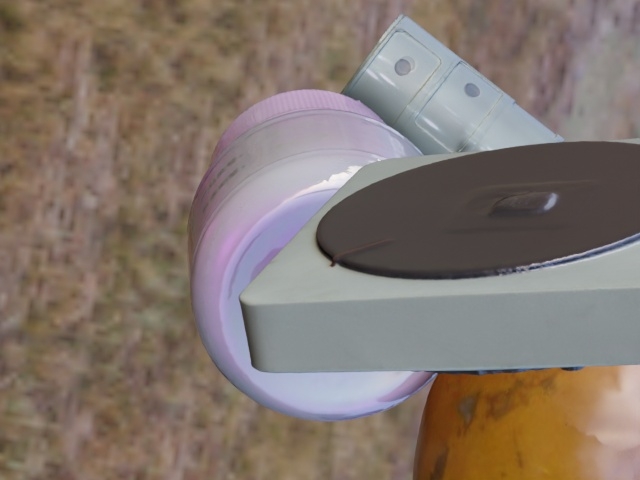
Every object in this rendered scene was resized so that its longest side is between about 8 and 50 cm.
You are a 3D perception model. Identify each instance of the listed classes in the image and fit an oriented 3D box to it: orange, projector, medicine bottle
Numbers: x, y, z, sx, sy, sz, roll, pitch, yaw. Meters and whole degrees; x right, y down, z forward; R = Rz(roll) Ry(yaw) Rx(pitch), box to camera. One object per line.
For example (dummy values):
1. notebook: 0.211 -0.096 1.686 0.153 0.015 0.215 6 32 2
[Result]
1. orange: 0.232 0.194 1.594 0.312 0.312 0.312 8 90 -80
2. projector: 0.114 0.011 1.079 0.257 0.259 0.079 -47 130 -62
3. medicine bottle: 0.000 0.000 1.750 0.325 0.256 0.256 -105 -162 -70

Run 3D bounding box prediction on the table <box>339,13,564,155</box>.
1. table: 0.134 -0.126 1.963 0.126 0.220 0.126 -52 -179 1
